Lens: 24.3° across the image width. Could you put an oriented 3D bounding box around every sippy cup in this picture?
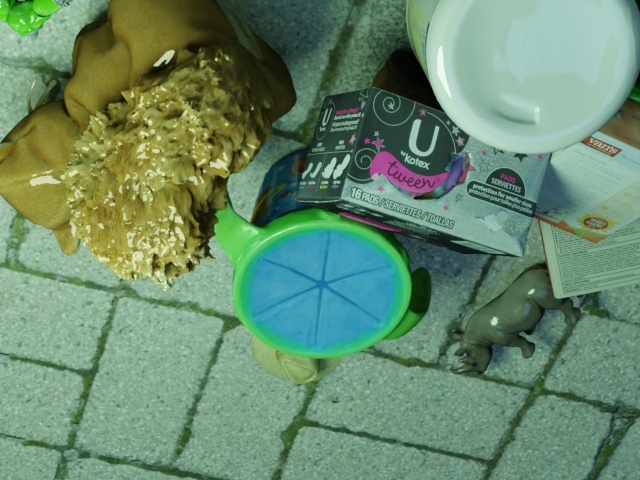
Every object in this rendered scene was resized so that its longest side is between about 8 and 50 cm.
[{"bbox_3d":[0.000,0.000,1.989,0.240,0.224,0.305,-16,126,11],"label":"sippy cup"}]

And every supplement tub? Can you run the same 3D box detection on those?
[{"bbox_3d":[0.224,-0.250,1.722,0.235,0.325,0.235,-1,110,-2],"label":"supplement tub"}]

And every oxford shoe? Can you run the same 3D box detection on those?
[{"bbox_3d":[0.162,-0.171,1.972,0.212,0.076,0.076,31,134,-14],"label":"oxford shoe"}]

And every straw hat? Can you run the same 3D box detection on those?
[{"bbox_3d":[-0.032,0.180,2.225,0.144,0.061,0.144,-1,128,-2],"label":"straw hat"}]

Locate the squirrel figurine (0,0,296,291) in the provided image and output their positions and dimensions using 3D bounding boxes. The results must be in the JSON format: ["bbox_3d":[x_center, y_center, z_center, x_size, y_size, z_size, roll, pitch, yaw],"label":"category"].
[{"bbox_3d":[-0.236,-0.128,1.773,0.370,0.397,0.281,-34,127,10],"label":"squirrel figurine"}]

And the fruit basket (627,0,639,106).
[{"bbox_3d":[0.521,-0.252,1.786,0.392,0.283,0.392,-1,142,-1],"label":"fruit basket"}]

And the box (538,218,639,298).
[{"bbox_3d":[0.366,-0.056,2.027,0.149,0.127,0.232,-11,127,8],"label":"box"}]

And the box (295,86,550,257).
[{"bbox_3d":[0.123,-0.080,1.788,0.247,0.163,0.142,17,85,-21],"label":"box"}]

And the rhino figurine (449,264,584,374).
[{"bbox_3d":[0.276,0.122,2.192,0.106,0.073,0.243,32,121,-28],"label":"rhino figurine"}]

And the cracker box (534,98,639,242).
[{"bbox_3d":[0.340,-0.087,1.819,0.156,0.067,0.232,22,153,-16],"label":"cracker box"}]

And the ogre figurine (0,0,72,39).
[{"bbox_3d":[-0.386,-0.321,1.805,0.197,0.097,0.118,18,122,-16],"label":"ogre figurine"}]
